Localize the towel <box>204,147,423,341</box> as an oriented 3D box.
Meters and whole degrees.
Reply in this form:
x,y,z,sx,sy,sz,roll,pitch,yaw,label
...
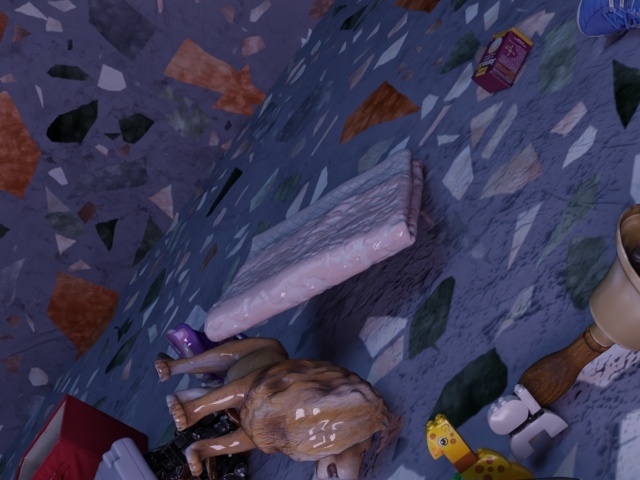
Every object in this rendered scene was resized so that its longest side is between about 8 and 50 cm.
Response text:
x,y,z,sx,sy,sz,roll,pitch,yaw,label
0.000,0.000,1.350,0.332,0.053,0.317,-29,17,21,towel

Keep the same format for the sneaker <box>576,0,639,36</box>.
x,y,z,sx,sy,sz,roll,pitch,yaw,label
0.376,-0.285,1.063,0.211,0.080,0.081,-22,35,61,sneaker

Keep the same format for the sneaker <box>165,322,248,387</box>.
x,y,z,sx,sy,sz,roll,pitch,yaw,label
-0.155,0.182,1.446,0.104,0.236,0.095,-41,52,-3,sneaker

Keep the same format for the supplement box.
x,y,z,sx,sy,sz,roll,pitch,yaw,label
0.270,-0.268,1.352,0.083,0.043,0.055,-62,21,-13,supplement box

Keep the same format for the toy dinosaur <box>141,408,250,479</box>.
x,y,z,sx,sy,sz,roll,pitch,yaw,label
-0.174,0.309,1.373,0.218,0.164,0.321,-71,2,-76,toy dinosaur

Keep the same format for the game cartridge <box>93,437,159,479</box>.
x,y,z,sx,sy,sz,roll,pitch,yaw,label
-0.263,0.433,1.273,0.062,0.198,0.297,-21,-30,-41,game cartridge

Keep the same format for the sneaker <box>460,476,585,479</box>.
x,y,z,sx,sy,sz,roll,pitch,yaw,label
0.128,0.209,0.689,0.158,0.065,0.061,-24,42,27,sneaker

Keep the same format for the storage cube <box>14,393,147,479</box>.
x,y,z,sx,sy,sz,roll,pitch,yaw,label
-0.467,0.452,1.772,0.183,0.193,0.215,-54,20,8,storage cube

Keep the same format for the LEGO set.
x,y,z,sx,sy,sz,roll,pitch,yaw,label
0.105,0.202,0.795,0.227,0.093,0.087,-38,4,2,LEGO set

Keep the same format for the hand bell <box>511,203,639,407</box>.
x,y,z,sx,sy,sz,roll,pitch,yaw,label
0.237,0.090,0.799,0.242,0.126,0.126,-55,15,44,hand bell

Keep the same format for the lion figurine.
x,y,z,sx,sy,sz,roll,pitch,yaw,label
-0.080,0.191,1.191,0.240,0.142,0.392,-18,22,-14,lion figurine
